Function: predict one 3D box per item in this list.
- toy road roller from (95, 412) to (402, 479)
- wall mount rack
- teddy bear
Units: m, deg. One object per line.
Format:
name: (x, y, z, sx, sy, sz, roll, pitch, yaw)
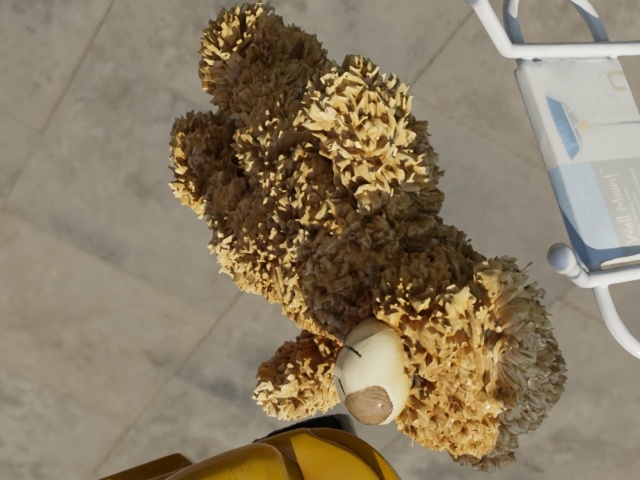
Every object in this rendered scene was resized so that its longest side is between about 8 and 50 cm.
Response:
toy road roller: (-0.087, 0.246, 0.916, 0.329, 0.202, 0.240, -20, 162, 2)
wall mount rack: (0.217, -0.079, 0.978, 0.304, 0.350, 0.130, -7, 163, -35)
teddy bear: (0.000, 0.000, 0.775, 0.113, 0.338, 0.245, -7, 152, -43)
